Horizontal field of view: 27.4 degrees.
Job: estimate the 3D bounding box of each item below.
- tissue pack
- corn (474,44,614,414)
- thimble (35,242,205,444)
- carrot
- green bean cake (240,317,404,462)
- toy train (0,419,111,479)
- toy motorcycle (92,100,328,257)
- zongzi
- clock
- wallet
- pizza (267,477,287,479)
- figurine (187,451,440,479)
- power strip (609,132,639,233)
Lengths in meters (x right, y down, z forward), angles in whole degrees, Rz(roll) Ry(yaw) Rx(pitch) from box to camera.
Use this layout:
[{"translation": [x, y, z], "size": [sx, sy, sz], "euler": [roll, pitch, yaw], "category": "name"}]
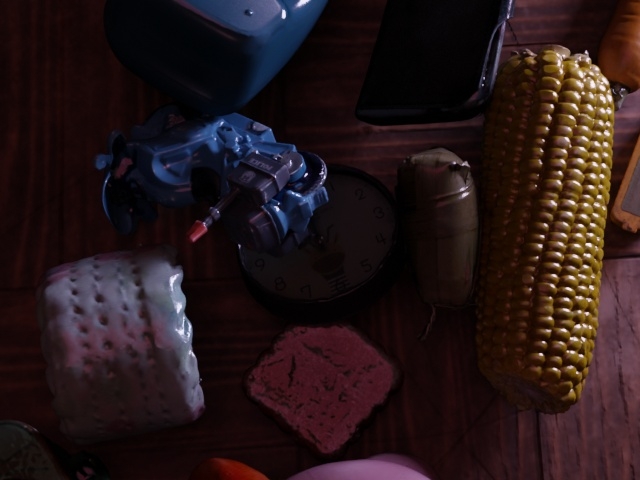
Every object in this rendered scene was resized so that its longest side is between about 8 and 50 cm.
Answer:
[{"translation": [-0.094, -0.274, 1.382], "size": [0.198, 0.206, 0.287], "euler": [31, 62, -3], "category": "tissue pack"}, {"translation": [0.227, -0.020, 1.351], "size": [0.144, 0.144, 0.387], "euler": [7, 75, 4], "category": "corn"}, {"translation": [-0.201, 0.096, 1.315], "size": [0.149, 0.185, 0.211], "euler": [-11, 48, -6], "category": "thimble"}, {"translation": [0.369, -0.289, 1.456], "size": [0.069, 0.069, 0.336], "euler": [19, 74, 7], "category": "carrot"}, {"translation": [0.004, 0.146, 1.360], "size": [0.135, 0.056, 0.136], "euler": [39, 81, 12], "category": "green bean cake"}, {"translation": [-0.363, 0.300, 1.299], "size": [0.326, 0.129, 0.159], "euler": [-37, 72, -7], "category": "toy train"}, {"translation": [-0.124, -0.062, 1.358], "size": [0.272, 0.123, 0.182], "euler": [25, 58, 37], "category": "toy motorcycle"}, {"translation": [0.130, -0.005, 1.369], "size": [0.081, 0.178, 0.189], "euler": [-5, 97, 10], "category": "zongzi"}, {"translation": [0.000, 0.000, 1.371], "size": [0.184, 0.040, 0.184], "euler": [-7, 55, 10], "category": "clock"}, {"translation": [0.144, -0.278, 1.430], "size": [0.172, 0.045, 0.318], "euler": [0, 71, 43], "category": "wallet"}, {"translation": [-0.095, 0.315, 1.329], "size": [0.178, 0.041, 0.131], "euler": [-17, 78, -3], "category": "pizza"}, {"translation": [0.024, 0.317, 1.214], "size": [0.261, 0.211, 0.270], "euler": [-9, 83, -11], "category": "figurine"}, {"translation": [0.361, -0.087, 1.421], "size": [0.049, 0.028, 0.178], "euler": [21, 78, 7], "category": "power strip"}]
